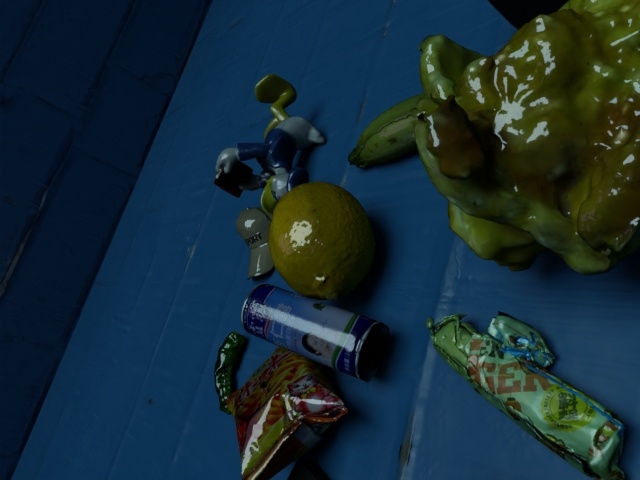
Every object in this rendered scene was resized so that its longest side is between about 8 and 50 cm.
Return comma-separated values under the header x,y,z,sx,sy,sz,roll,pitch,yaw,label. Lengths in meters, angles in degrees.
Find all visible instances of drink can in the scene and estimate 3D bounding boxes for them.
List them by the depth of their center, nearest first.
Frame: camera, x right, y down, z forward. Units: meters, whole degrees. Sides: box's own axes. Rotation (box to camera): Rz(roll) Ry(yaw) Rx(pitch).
x,y,z,sx,sy,sz,roll,pitch,yaw,label
-0.012,0.144,0.830,0.235,0.097,0.097,15,79,34,drink can

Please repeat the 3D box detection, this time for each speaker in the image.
x,y,z,sx,sy,sz,roll,pitch,yaw,label
0.017,0.390,0.738,0.191,0.040,0.046,23,85,57,speaker

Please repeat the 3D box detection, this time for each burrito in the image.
x,y,z,sx,sy,sz,roll,pitch,yaw,label
0.233,0.152,0.599,0.104,0.054,0.288,-60,33,3,burrito

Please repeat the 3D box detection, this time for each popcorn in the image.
x,y,z,sx,sy,sz,roll,pitch,yaw,label
0.248,-0.129,0.577,0.325,0.290,0.321,34,79,34,popcorn

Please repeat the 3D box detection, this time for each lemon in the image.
x,y,z,sx,sy,sz,roll,pitch,yaw,label
0.000,0.000,0.901,0.188,0.188,0.257,-40,46,30,lemon

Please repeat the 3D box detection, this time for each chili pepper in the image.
x,y,z,sx,sy,sz,roll,pitch,yaw,label
-0.200,0.286,1.097,0.073,0.050,0.182,-26,50,33,chili pepper

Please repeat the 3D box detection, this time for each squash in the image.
x,y,z,sx,sy,sz,roll,pitch,yaw,label
0.154,-0.206,0.928,0.341,0.094,0.094,-15,55,49,squash

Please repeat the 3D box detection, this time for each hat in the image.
x,y,z,sx,sy,sz,roll,pitch,yaw,label
-0.155,0.004,1.201,0.147,0.085,0.175,-25,47,42,hat

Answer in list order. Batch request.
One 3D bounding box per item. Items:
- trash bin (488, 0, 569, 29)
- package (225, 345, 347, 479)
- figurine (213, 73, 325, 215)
x,y,z,sx,sy,sz,roll,pitch,yaw,label
0.353,-0.457,0.772,0.225,0.165,0.115,-55,35,15,trash bin
-0.068,0.279,0.860,0.223,0.108,0.288,-43,20,3,package
-0.121,-0.189,1.186,0.283,0.204,0.338,-27,48,-4,figurine
